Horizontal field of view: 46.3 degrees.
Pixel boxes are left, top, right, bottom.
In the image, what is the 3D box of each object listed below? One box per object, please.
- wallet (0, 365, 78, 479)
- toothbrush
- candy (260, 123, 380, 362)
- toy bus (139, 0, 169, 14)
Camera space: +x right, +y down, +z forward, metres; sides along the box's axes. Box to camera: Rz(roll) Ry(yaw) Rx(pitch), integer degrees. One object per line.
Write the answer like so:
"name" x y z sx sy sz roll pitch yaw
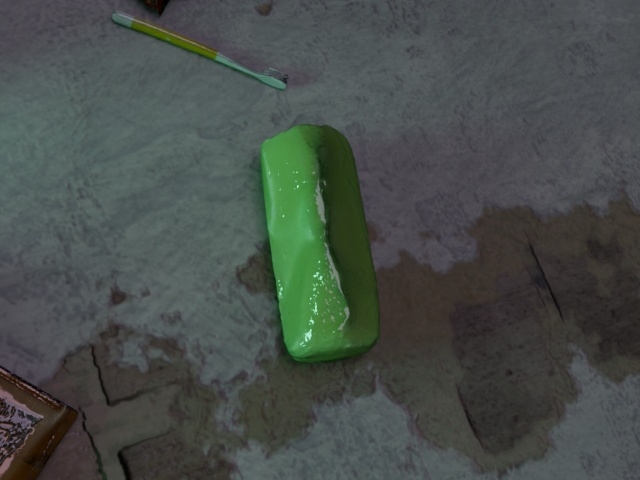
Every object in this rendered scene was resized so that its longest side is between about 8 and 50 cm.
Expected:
"wallet" -0.404 0.216 0.851 0.195 0.042 0.161 33 59 -8
"toothbrush" -0.185 -0.302 1.179 0.288 0.021 0.024 19 52 -16
"candy" 0.000 0.000 1.080 0.142 0.132 0.343 28 51 -62
"toy bus" -0.237 -0.471 1.203 0.096 0.073 0.235 24 60 -2
